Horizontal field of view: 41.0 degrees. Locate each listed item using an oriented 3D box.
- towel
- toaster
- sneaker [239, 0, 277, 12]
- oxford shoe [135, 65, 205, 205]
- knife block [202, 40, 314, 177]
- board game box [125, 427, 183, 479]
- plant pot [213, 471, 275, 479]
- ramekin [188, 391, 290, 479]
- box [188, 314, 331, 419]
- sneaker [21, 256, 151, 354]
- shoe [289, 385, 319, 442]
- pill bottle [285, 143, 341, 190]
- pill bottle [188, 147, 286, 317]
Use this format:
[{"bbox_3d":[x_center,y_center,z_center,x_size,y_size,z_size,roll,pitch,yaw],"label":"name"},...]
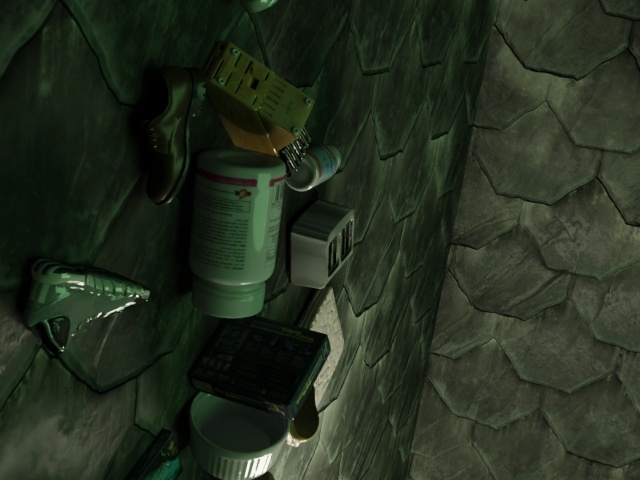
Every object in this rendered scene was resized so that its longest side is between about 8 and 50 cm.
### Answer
[{"bbox_3d":[-0.033,0.329,2.252,0.317,0.053,0.332,77,34,-49],"label":"towel"},{"bbox_3d":[0.000,0.000,2.034,0.168,0.110,0.185,-48,146,-52],"label":"toaster"},{"bbox_3d":[-0.107,-0.508,1.481,0.115,0.090,0.232,42,55,-60],"label":"sneaker"},{"bbox_3d":[-0.254,-0.165,1.349,0.096,0.083,0.227,-4,111,-45],"label":"oxford shoe"},{"bbox_3d":[-0.132,-0.229,1.612,0.276,0.242,0.088,32,66,-21],"label":"knife block"},{"bbox_3d":[-0.329,0.466,1.625,0.186,0.026,0.126,-55,152,-43],"label":"board game box"},{"bbox_3d":[-0.161,0.644,1.920,0.263,0.263,0.229,-27,110,-63],"label":"plant pot"},{"bbox_3d":[-0.170,0.392,1.745,0.207,0.207,0.109,-45,153,-53],"label":"ramekin"},{"bbox_3d":[-0.120,0.244,1.718,0.059,0.233,0.183,78,32,-45],"label":"box"},{"bbox_3d":[-0.354,0.105,1.263,0.229,0.086,0.132,21,89,-59],"label":"sneaker"},{"bbox_3d":[-0.047,0.412,2.033,0.058,0.076,0.219,-55,-167,23],"label":"shoe"},{"bbox_3d":[-0.014,-0.169,1.916,0.160,0.087,0.087,-36,136,-60],"label":"pill bottle"},{"bbox_3d":[-0.156,-0.014,1.556,0.160,0.160,0.283,-29,130,-62],"label":"pill bottle"}]
